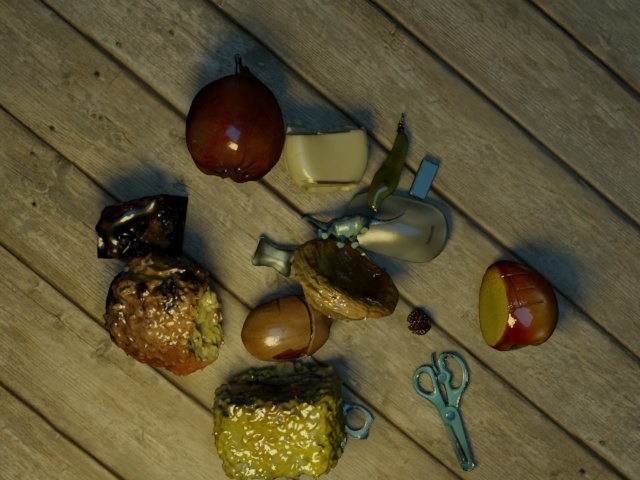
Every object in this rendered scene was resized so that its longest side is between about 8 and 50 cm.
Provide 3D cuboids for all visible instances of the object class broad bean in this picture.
[{"bbox_3d":[0.219,-0.232,1.876,0.075,0.067,0.325,26,73,-15],"label":"broad bean"}]

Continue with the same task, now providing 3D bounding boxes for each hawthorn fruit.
[{"bbox_3d":[-0.251,-0.327,1.764,0.308,0.308,0.324,-8,57,-2],"label":"hawthorn fruit"}]

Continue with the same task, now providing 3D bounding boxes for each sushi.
[{"bbox_3d":[-0.533,-0.040,1.787,0.227,0.212,0.215,7,91,-2],"label":"sushi"},{"bbox_3d":[-0.118,0.511,1.750,0.397,0.351,0.240,-7,98,10],"label":"sushi"}]

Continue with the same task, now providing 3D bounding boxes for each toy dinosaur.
[{"bbox_3d":[0.083,-0.035,1.812,0.329,0.144,0.076,-3,127,17],"label":"toy dinosaur"}]

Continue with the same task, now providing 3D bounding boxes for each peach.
[{"bbox_3d":[0.596,0.192,1.842,0.245,0.249,0.274,-1,76,-36],"label":"peach"}]

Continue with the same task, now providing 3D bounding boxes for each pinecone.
[{"bbox_3d":[0.311,0.258,1.901,0.077,0.077,0.083,-7,81,-2],"label":"pinecone"}]

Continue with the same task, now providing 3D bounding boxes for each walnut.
[{"bbox_3d":[-0.094,0.257,1.824,0.298,0.203,0.203,-17,92,-19],"label":"walnut"}]

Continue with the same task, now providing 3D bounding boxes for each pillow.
[{"bbox_3d":[-0.144,0.053,1.882,0.136,0.055,0.091,21,121,0],"label":"pillow"}]

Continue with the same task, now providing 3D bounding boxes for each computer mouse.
[{"bbox_3d":[0.238,-0.043,1.884,0.331,0.095,0.197,13,86,-3],"label":"computer mouse"}]

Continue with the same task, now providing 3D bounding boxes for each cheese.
[{"bbox_3d":[0.017,-0.264,1.829,0.266,0.127,0.233,-4,92,-22],"label":"cheese"}]

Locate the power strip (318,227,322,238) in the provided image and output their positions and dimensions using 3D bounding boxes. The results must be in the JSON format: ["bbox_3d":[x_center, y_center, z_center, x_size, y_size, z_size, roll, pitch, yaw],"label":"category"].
[{"bbox_3d":[0.000,0.000,1.903,0.017,0.027,0.083,1,91,0],"label":"power strip"}]

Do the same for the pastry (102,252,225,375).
[{"bbox_3d":[-0.456,0.203,1.727,0.337,0.405,0.292,9,56,13],"label":"pastry"}]

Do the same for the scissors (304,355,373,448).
[{"bbox_3d":[0.024,0.490,1.910,0.191,0.029,0.360,-26,92,-1],"label":"scissors"}]

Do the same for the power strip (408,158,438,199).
[{"bbox_3d":[0.325,-0.191,1.913,0.056,0.032,0.123,23,90,-2],"label":"power strip"}]

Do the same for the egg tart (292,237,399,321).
[{"bbox_3d":[0.060,0.132,1.781,0.352,0.352,0.150,24,119,-3],"label":"egg tart"}]

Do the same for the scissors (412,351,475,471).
[{"bbox_3d":[0.416,0.547,1.927,0.180,0.032,0.392,-18,90,-2],"label":"scissors"}]
